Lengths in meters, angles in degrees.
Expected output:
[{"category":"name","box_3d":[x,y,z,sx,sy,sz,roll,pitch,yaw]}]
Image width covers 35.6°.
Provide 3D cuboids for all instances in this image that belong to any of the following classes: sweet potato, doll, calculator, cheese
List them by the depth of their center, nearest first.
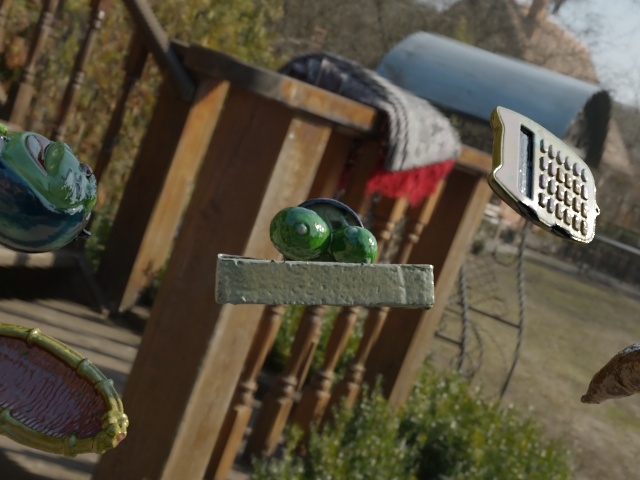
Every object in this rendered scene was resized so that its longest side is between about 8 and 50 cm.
[{"category":"sweet potato","box_3d":[0.387,0.167,1.252,0.068,0.068,0.226,19,-21,-9]},{"category":"calculator","box_3d":[0.316,-0.085,1.407,0.236,0.157,0.033,27,-34,-30]},{"category":"doll","box_3d":[-0.487,-0.102,1.566,0.322,0.186,0.198,42,14,-23]},{"category":"cheese","box_3d":[0.015,0.074,1.697,0.400,0.085,0.034,4,-5,-20]}]

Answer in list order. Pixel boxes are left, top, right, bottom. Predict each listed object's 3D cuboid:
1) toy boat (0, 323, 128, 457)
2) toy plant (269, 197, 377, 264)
[{"category":"toy boat","box_3d":[-0.358,0.186,1.255,0.317,0.141,0.099,25,-34,26]},{"category":"toy plant","box_3d":[0.000,0.000,1.975,0.218,0.176,0.235,14,-4,-7]}]
